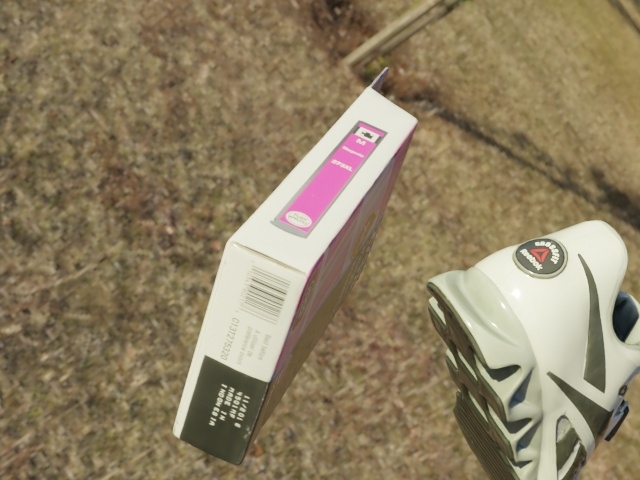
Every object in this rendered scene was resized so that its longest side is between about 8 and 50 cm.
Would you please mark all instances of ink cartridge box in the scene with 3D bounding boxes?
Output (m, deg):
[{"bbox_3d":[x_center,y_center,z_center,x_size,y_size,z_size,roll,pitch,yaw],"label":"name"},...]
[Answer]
[{"bbox_3d":[0.000,0.000,0.853,0.069,0.176,0.371,23,32,6],"label":"ink cartridge box"}]

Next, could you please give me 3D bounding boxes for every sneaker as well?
[{"bbox_3d":[0.176,0.109,0.768,0.122,0.146,0.330,56,-10,35],"label":"sneaker"}]
